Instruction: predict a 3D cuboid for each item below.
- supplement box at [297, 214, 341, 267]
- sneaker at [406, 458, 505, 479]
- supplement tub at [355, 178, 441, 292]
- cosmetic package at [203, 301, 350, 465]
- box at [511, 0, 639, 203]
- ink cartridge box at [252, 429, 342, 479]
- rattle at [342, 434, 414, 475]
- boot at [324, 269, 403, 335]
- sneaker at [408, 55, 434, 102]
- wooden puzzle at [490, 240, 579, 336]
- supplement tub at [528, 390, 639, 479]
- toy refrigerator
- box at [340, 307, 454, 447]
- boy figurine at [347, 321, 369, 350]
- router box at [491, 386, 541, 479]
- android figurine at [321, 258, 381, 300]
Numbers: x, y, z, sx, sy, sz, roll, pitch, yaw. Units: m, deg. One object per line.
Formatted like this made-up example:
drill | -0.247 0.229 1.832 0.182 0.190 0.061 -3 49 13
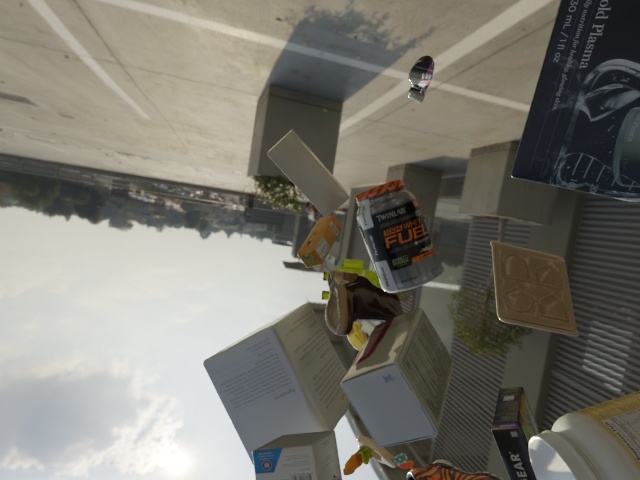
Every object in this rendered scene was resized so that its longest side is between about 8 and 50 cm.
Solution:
supplement box | 0.000 0.000 1.571 0.078 0.080 0.233 -14 -152 36
sneaker | 0.363 0.695 1.098 0.180 0.124 0.321 5 163 -30
supplement tub | 0.229 -0.015 1.244 0.194 0.316 0.193 -21 -179 0
cosmetic package | -0.132 0.493 1.456 0.327 0.393 0.329 -30 174 20
box | 0.802 -0.353 1.006 0.472 0.479 0.297 18 -154 28
ink cartridge box | -0.046 0.630 1.028 0.171 0.232 0.168 -14 164 18
rattle | 0.194 0.765 1.380 0.200 0.130 0.143 20 -143 34
boot | 0.119 0.165 0.983 0.207 0.090 0.248 23 -156 -11
sneaker | 0.312 -0.513 1.256 0.072 0.077 0.178 22 166 5
wooden puzzle | 0.797 0.184 1.550 0.322 0.347 0.080 12 148 -9
supplement tub | 0.616 0.434 0.782 0.331 0.241 0.241 -17 -175 -3
toy refrigerator | -0.036 -0.210 1.275 0.269 0.102 0.094 46 -168 -16
box | 0.161 0.260 0.804 0.127 0.148 0.232 -30 -179 29
boy figurine | 0.188 0.456 1.972 0.285 0.092 0.177 41 -154 -21
router box | 0.622 0.645 1.232 0.081 0.308 0.243 -21 180 30
android figurine | 0.143 0.205 1.743 0.273 0.248 0.056 6 171 5
